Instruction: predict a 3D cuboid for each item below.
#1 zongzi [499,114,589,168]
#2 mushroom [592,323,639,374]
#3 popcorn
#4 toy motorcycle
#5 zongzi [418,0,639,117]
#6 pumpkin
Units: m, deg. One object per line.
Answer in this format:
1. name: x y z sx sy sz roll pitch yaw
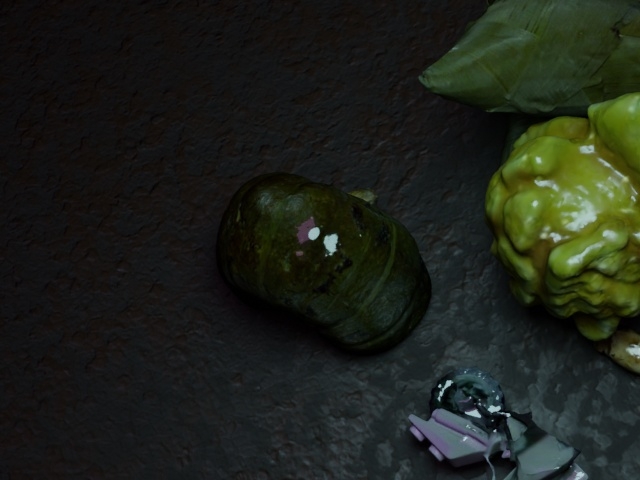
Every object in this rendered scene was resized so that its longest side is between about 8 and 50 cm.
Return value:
1. zongzi: 0.360 -0.117 1.551 0.204 0.094 0.205 7 69 19
2. mushroom: 0.553 0.128 1.400 0.208 0.301 0.233 -31 89 -34
3. popcorn: 0.369 -0.023 1.368 0.325 0.321 0.290 22 86 9
4. toy motorcycle: 0.234 0.310 1.370 0.188 0.143 0.327 -43 58 -9
5. zongzi: 0.346 -0.220 1.392 0.356 0.174 0.393 15 28 19
6. pumpkin: 0.000 0.000 1.507 0.325 0.232 0.242 21 70 15
